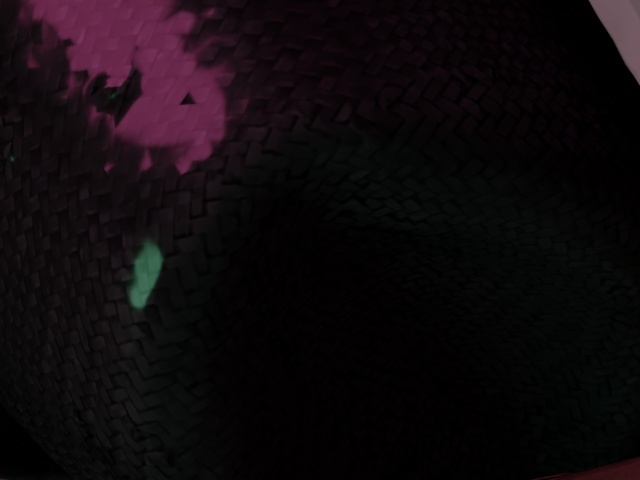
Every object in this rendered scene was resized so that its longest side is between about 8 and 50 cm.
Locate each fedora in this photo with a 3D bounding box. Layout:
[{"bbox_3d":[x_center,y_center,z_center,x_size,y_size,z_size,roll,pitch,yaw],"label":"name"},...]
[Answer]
[{"bbox_3d":[0.000,0.000,0.529,0.334,0.334,0.152,-43,53,12],"label":"fedora"}]

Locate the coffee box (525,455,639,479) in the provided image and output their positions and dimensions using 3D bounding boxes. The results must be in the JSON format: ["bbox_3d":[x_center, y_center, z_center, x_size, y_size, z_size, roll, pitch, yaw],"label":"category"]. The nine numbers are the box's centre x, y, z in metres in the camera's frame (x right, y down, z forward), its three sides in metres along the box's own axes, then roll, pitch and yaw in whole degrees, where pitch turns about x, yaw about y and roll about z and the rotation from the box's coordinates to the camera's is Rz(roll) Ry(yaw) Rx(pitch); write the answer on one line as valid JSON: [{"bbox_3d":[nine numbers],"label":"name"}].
[{"bbox_3d":[0.039,0.198,0.272,0.119,0.168,0.297,-23,34,44],"label":"coffee box"}]

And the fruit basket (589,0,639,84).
[{"bbox_3d":[0.184,-0.103,0.330,0.327,0.165,0.353,-35,71,27],"label":"fruit basket"}]
